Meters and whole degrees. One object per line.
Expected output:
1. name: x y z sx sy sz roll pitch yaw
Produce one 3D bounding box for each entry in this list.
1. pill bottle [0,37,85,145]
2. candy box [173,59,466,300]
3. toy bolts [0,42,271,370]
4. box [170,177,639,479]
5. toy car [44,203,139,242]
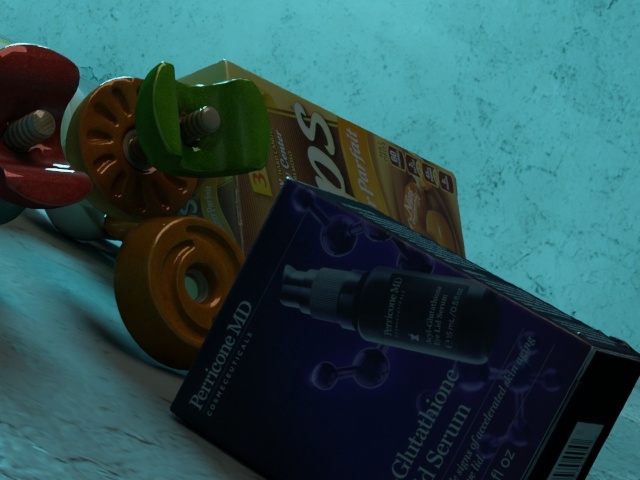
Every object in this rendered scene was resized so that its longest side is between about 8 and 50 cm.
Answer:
1. pill bottle: -0.280 -0.108 1.373 0.119 0.119 0.208 29 5 26
2. candy box: 0.000 0.000 1.338 0.088 0.183 0.316 -20 -25 31
3. toy bolts: -0.166 -0.017 1.120 0.228 0.218 0.158 12 -22 -42
4. box: 0.047 0.080 0.951 0.207 0.153 0.108 28 5 26
5. toy car: -0.126 -0.032 1.409 0.136 0.159 0.182 62 8 4
